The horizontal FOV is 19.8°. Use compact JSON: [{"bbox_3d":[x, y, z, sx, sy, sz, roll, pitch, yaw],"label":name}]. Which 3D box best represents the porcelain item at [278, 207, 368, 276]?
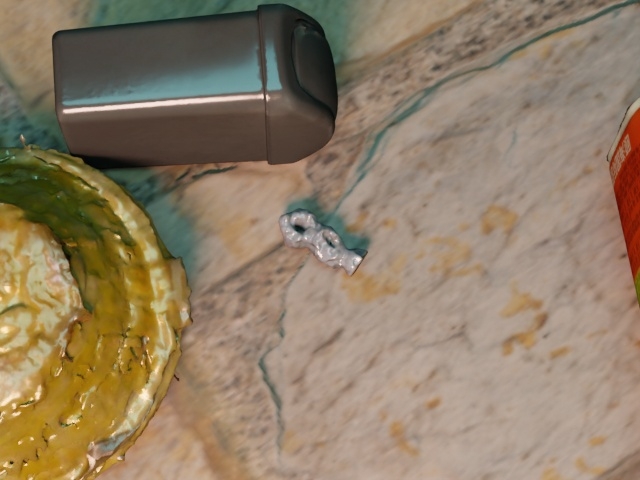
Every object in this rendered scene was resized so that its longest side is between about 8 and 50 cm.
[{"bbox_3d":[0.000,0.000,1.616,0.083,0.028,0.036,30,77,5],"label":"porcelain item"}]

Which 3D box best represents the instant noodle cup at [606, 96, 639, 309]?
[{"bbox_3d":[0.383,0.024,1.534,0.294,0.294,0.307,-10,68,-7],"label":"instant noodle cup"}]

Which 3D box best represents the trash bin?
[{"bbox_3d":[-0.104,-0.126,1.570,0.236,0.176,0.101,-5,77,-2],"label":"trash bin"}]

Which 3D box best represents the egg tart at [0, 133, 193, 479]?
[{"bbox_3d":[-0.281,0.070,1.515,0.341,0.132,0.341,0,77,-1],"label":"egg tart"}]
